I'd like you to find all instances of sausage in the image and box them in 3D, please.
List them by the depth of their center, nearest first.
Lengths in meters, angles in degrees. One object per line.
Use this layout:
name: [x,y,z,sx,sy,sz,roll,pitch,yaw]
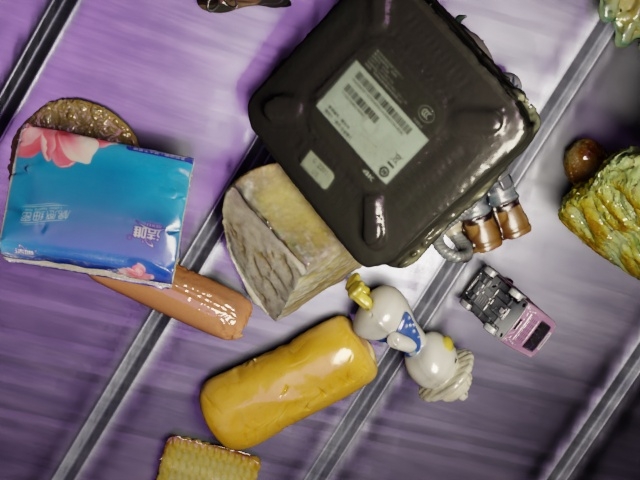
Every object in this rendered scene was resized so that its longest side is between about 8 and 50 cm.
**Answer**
sausage: [-0.246,0.078,1.808,0.289,0.086,0.086,26,99,-11]

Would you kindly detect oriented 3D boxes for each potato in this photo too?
potato: [-0.012,-0.030,1.806,0.264,0.211,0.189,-28,71,-24]

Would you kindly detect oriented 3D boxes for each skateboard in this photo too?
skateboard: [-0.117,-0.379,1.717,0.151,0.080,0.067,-11,110,-1]

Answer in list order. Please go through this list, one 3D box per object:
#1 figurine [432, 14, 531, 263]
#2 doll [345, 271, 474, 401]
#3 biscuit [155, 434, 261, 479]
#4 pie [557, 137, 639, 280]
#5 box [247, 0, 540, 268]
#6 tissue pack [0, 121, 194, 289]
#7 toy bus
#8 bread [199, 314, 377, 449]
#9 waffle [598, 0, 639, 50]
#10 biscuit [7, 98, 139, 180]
figurine: [0.212,-0.177,1.747,0.261,0.186,0.382,-26,101,-24]
doll: [0.152,0.167,1.845,0.119,0.138,0.293,-40,107,14]
biscuit: [-0.217,0.465,1.933,0.172,0.029,0.254,17,101,-9]
pie: [0.564,-0.003,1.702,0.395,0.418,0.180,34,92,-14]
box: [0.097,-0.177,1.626,0.350,0.091,0.359,-45,76,23]
tissue pack: [-0.337,-0.048,1.692,0.270,0.137,0.209,12,84,-8]
toy bus: [0.307,0.116,1.830,0.098,0.178,0.087,31,99,-24]
bread: [-0.052,0.243,1.868,0.305,0.091,0.142,-28,110,2]
waffle: [0.562,-0.458,1.778,0.292,0.056,0.309,-24,107,0]
biscuit: [-0.391,-0.119,1.776,0.220,0.033,0.220,-1,102,-4]
